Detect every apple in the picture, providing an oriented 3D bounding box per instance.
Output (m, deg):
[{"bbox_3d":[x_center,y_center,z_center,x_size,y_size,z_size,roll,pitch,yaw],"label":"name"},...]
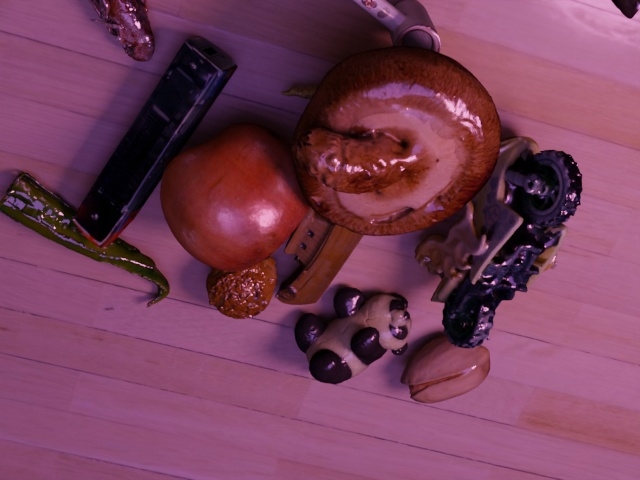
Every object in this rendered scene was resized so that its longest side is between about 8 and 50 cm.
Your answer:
[{"bbox_3d":[-0.144,-0.080,1.956,0.254,0.253,0.253,-1,122,-2],"label":"apple"}]

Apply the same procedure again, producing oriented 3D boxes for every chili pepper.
[{"bbox_3d":[-0.413,0.008,2.098,0.359,0.076,0.085,37,89,-22],"label":"chili pepper"}]

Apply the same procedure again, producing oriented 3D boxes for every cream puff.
[{"bbox_3d":[-0.144,0.084,2.134,0.126,0.103,0.144,19,125,-15],"label":"cream puff"}]

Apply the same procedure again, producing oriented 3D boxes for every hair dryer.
[{"bbox_3d":[0.081,-0.373,1.834,0.236,0.131,0.073,30,114,-22],"label":"hair dryer"}]

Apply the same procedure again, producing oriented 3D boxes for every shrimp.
[{"bbox_3d":[-0.322,-0.370,1.862,0.073,0.074,0.190,-10,130,27],"label":"shrimp"}]

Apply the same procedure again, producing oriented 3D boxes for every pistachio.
[{"bbox_3d":[0.242,0.248,2.243,0.185,0.124,0.124,-33,118,15],"label":"pistachio"}]

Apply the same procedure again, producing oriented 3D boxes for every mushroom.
[{"bbox_3d":[0.117,-0.156,1.823,0.345,0.239,0.345,4,161,1],"label":"mushroom"}]

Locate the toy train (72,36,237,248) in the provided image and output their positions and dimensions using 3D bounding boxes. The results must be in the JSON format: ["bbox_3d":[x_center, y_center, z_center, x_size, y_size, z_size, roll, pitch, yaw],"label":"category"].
[{"bbox_3d":[-0.286,-0.161,1.981,0.086,0.089,0.409,40,116,4],"label":"toy train"}]

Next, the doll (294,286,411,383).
[{"bbox_3d":[0.064,0.180,2.193,0.234,0.143,0.135,-37,141,18],"label":"doll"}]

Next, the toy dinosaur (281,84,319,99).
[{"bbox_3d":[0.067,-0.227,1.960,0.259,0.094,0.153,-4,123,9],"label":"toy dinosaur"}]

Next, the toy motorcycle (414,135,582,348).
[{"bbox_3d":[0.304,-0.012,2.019,0.169,0.237,0.410,12,124,-26],"label":"toy motorcycle"}]

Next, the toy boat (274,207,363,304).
[{"bbox_3d":[0.000,0.000,2.086,0.121,0.089,0.321,29,128,-7],"label":"toy boat"}]

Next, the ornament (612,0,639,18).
[{"bbox_3d":[0.424,-0.493,1.806,0.261,0.106,0.251,26,111,-8],"label":"ornament"}]
